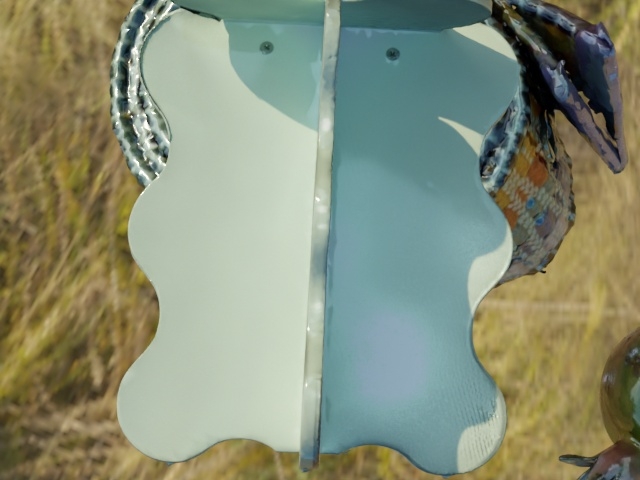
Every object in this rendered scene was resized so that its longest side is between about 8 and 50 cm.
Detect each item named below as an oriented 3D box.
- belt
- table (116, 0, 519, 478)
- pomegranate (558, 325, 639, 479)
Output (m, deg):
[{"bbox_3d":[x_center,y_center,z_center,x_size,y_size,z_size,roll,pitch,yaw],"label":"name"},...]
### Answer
[{"bbox_3d":[0.018,-0.073,1.180,0.295,0.160,0.207,22,80,24],"label":"belt"},{"bbox_3d":[0.000,0.000,0.843,0.166,0.166,0.198,2,83,6],"label":"table"},{"bbox_3d":[0.246,0.130,1.403,0.129,0.129,0.159,39,97,-11],"label":"pomegranate"}]
